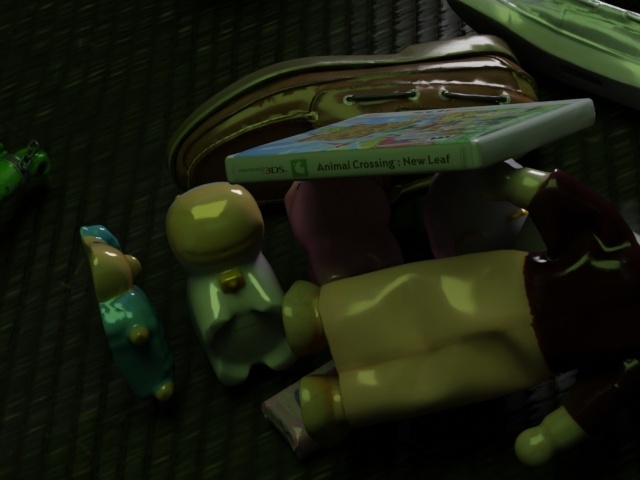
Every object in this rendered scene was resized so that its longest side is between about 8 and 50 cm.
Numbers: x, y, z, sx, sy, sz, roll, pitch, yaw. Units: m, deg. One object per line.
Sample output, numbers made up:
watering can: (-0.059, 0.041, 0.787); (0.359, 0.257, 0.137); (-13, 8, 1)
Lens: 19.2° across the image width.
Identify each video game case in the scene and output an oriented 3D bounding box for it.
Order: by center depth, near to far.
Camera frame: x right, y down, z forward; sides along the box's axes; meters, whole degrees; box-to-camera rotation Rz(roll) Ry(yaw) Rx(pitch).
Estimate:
video game case: (0.067, -0.072, 1.338); (0.193, 0.023, 0.212); (-2, 11, 30)

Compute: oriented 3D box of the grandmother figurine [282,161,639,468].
grandmother figurine: (0.150, 0.045, 1.281); (0.342, 0.207, 0.104); (-10, 11, 15)

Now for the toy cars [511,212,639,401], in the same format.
toy cars: (0.319, 0.024, 1.322); (0.394, 0.176, 0.087); (-11, 4, 31)

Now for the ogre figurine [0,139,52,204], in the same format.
ogre figurine: (-0.330, -0.034, 1.563); (0.197, 0.096, 0.118); (9, 30, -1)

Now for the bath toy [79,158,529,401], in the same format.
bath toy: (0.000, 0.000, 1.426); (0.348, 0.151, 0.129); (-15, 41, -7)

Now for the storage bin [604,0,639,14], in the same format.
storage bin: (0.270, -0.276, 1.672); (0.180, 0.084, 0.122); (-29, 49, -17)

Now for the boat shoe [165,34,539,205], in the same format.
boat shoe: (0.030, -0.085, 1.520); (0.307, 0.110, 0.104); (-18, 45, -5)

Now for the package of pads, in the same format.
package of pads: (0.004, 0.121, 1.387); (0.083, 0.032, 0.050); (-30, 53, -17)

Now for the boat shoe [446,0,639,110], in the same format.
boat shoe: (0.216, -0.180, 1.585); (0.227, 0.079, 0.081); (27, 80, 24)
